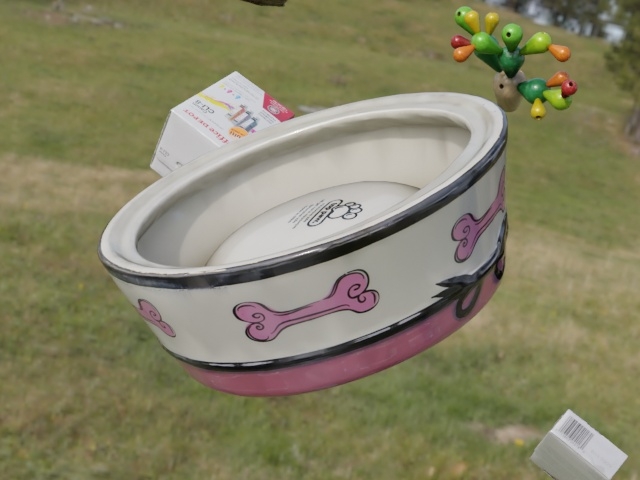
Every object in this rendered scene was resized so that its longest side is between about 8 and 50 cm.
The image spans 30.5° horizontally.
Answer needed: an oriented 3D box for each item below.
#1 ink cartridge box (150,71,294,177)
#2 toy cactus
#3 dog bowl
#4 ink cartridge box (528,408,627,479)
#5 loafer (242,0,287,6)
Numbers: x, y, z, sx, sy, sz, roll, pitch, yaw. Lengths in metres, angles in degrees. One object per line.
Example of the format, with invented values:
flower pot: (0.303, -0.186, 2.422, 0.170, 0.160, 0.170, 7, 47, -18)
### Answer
ink cartridge box: (-0.153, -0.155, 1.834, 0.128, 0.127, 0.176, 37, 43, 11)
toy cactus: (0.265, -0.232, 1.647, 0.219, 0.112, 0.180, 34, -17, 20)
dog bowl: (0.000, 0.000, 1.145, 0.408, 0.150, 0.408, -16, 20, 6)
ink cartridge box: (0.221, 0.188, 1.020, 0.063, 0.029, 0.115, 39, -16, 14)
loafer: (-0.026, -0.392, 1.578, 0.130, 0.134, 0.366, 32, 41, 4)
